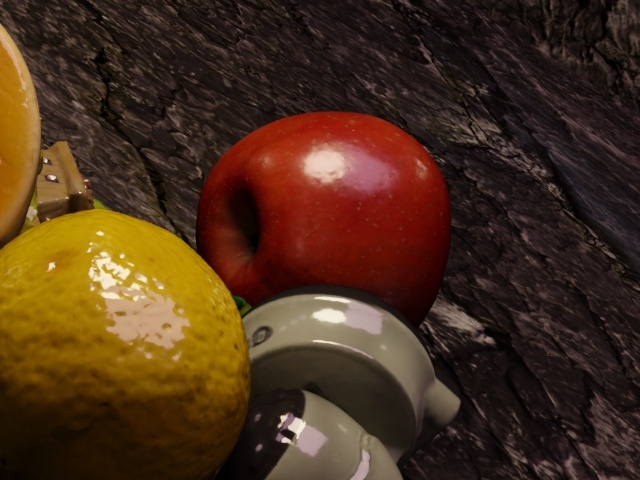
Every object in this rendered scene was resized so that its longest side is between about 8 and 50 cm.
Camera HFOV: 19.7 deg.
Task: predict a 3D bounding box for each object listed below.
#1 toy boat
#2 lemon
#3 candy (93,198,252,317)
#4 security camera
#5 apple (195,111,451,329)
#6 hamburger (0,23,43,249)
[{"bbox_3d":[-0.271,-0.041,1.674,0.121,0.089,0.321,-7,33,-13],"label":"toy boat"},{"bbox_3d":[-0.171,0.093,1.405,0.228,0.228,0.253,17,28,-37],"label":"lemon"},{"bbox_3d":[-0.185,0.027,1.732,0.246,0.069,0.149,37,21,30],"label":"candy"},{"bbox_3d":[-0.009,0.179,1.530,0.191,0.197,0.277,43,28,-17],"label":"security camera"},{"bbox_3d":[0.000,0.000,1.822,0.216,0.260,0.260,2,38,-40],"label":"apple"},{"bbox_3d":[-0.354,-0.073,1.443,0.300,0.176,0.300,6,75,-22],"label":"hamburger"}]
